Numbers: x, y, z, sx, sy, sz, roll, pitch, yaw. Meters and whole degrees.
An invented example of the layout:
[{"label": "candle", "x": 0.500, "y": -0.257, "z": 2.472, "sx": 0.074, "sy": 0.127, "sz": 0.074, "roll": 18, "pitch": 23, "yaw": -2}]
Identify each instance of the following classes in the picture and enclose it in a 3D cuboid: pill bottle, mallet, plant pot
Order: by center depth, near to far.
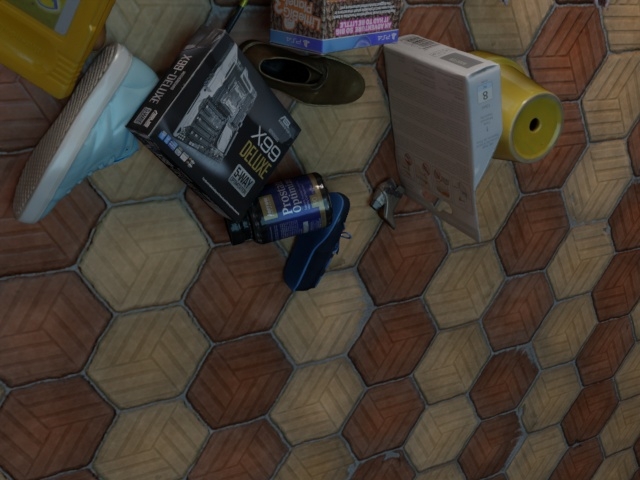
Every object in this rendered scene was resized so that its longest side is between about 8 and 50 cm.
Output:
[{"label": "mallet", "x": -0.150, "y": -0.458, "z": 1.488, "sx": 0.039, "sy": 0.062, "sz": 0.189, "roll": 26, "pitch": 113, "yaw": -33}, {"label": "pill bottle", "x": -0.093, "y": -0.062, "z": 1.645, "sx": 0.219, "sy": 0.123, "sz": 0.122, "roll": -16, "pitch": 121, "yaw": -10}, {"label": "plant pot", "x": 0.418, "y": -0.291, "z": 1.788, "sx": 0.254, "sy": 0.239, "sz": 0.254, "roll": -14, "pitch": 118, "yaw": -27}]

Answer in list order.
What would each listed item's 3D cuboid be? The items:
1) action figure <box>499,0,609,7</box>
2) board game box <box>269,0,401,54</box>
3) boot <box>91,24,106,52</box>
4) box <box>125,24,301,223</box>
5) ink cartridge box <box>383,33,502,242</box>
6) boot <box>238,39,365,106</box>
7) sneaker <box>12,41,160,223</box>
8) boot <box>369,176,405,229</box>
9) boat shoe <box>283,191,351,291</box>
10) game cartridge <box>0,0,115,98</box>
[{"label": "action figure", "x": 0.462, "y": -0.616, "z": 1.571, "sx": 0.248, "sy": 0.370, "sz": 0.275, "roll": -9, "pitch": 114, "yaw": -31}, {"label": "board game box", "x": 0.036, "y": -0.516, "z": 1.462, "sx": 0.232, "sy": 0.141, "sz": 0.291, "roll": -21, "pitch": 124, "yaw": -44}, {"label": "boot", "x": -0.391, "y": -0.395, "z": 1.288, "sx": 0.073, "sy": 0.152, "sz": 0.197, "roll": -26, "pitch": 124, "yaw": -19}, {"label": "box", "x": -0.191, "y": -0.214, "z": 1.483, "sx": 0.242, "sy": 0.077, "sz": 0.307, "roll": -56, "pitch": 141, "yaw": -13}, {"label": "ink cartridge box", "x": 0.270, "y": -0.226, "z": 1.683, "sx": 0.091, "sy": 0.308, "sz": 0.385, "roll": -24, "pitch": 124, "yaw": -19}, {"label": "boot", "x": -0.018, "y": -0.327, "z": 1.579, "sx": 0.305, "sy": 0.115, "sz": 0.112, "roll": 6, "pitch": 107, "yaw": -35}, {"label": "sneaker", "x": -0.408, "y": -0.167, "z": 1.402, "sx": 0.150, "sy": 0.135, "sz": 0.366, "roll": 33, "pitch": 94, "yaw": -35}, {"label": "boot", "x": 0.171, "y": -0.091, "z": 1.858, "sx": 0.087, "sy": 0.042, "sz": 0.118, "roll": -49, "pitch": 129, "yaw": -5}, {"label": "boat shoe", "x": 0.000, "y": 0.000, "z": 1.774, "sx": 0.089, "sy": 0.109, "sz": 0.258, "roll": 7, "pitch": 125, "yaw": -42}, {"label": "game cartridge", "x": -0.445, "y": -0.424, "z": 1.175, "sx": 0.285, "sy": 0.052, "sz": 0.323, "roll": 32, "pitch": 110, "yaw": -4}]
